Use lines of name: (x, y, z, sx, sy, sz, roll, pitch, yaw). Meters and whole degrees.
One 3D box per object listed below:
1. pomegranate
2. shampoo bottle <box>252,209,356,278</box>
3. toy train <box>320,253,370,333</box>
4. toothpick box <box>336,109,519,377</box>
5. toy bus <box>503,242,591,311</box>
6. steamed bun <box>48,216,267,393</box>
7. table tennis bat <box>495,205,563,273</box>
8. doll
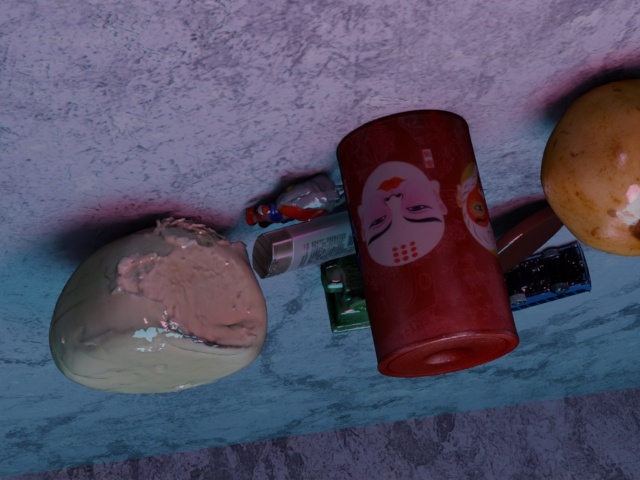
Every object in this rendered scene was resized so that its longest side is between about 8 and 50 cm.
pomegranate: (0.440, -0.100, 1.731, 0.264, 0.264, 0.264, -9, 160, -3)
shampoo bottle: (0.000, 0.000, 1.973, 0.227, 0.056, 0.086, -16, 142, -32)
toy train: (0.130, 0.065, 2.171, 0.266, 0.145, 0.202, -8, 163, -7)
toothpick box: (0.148, 0.008, 1.753, 0.204, 0.333, 0.204, -10, 159, -4)
toy bus: (0.442, 0.075, 2.433, 0.184, 0.090, 0.106, -17, 160, 22)
steamed bun: (-0.267, 0.102, 1.949, 0.312, 0.233, 0.333, -22, 152, 31)
table tennis bat: (0.332, 0.035, 2.215, 0.200, 0.038, 0.310, -13, 154, -49)
doll: (-0.034, -0.056, 1.892, 0.194, 0.062, 0.104, -18, 142, 42)
